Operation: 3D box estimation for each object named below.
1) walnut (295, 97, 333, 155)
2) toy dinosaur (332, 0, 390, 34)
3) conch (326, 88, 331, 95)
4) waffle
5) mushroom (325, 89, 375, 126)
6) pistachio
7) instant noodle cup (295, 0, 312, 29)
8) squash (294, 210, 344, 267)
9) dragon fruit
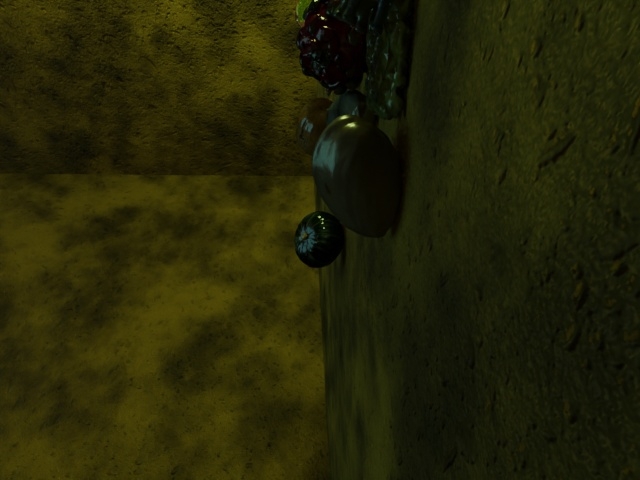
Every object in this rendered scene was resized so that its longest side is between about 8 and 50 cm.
[{"bbox_3d":[-0.002,-0.427,1.538,0.222,0.195,0.195,103,167,-68],"label":"walnut"},{"bbox_3d":[0.093,-0.428,0.641,0.188,0.075,0.248,-62,16,20],"label":"toy dinosaur"},{"bbox_3d":[0.076,-0.562,1.113,0.093,0.109,0.330,41,119,33],"label":"conch"},{"bbox_3d":[0.112,-0.335,0.729,0.204,0.054,0.224,-97,8,-65],"label":"waffle"},{"bbox_3d":[0.073,-0.329,1.052,0.351,0.097,0.109,-113,23,-75],"label":"mushroom"},{"bbox_3d":[0.073,-0.109,0.737,0.138,0.153,0.238,-79,-33,-53],"label":"pistachio"},{"bbox_3d":[0.012,-0.764,1.464,0.212,0.193,0.193,53,-143,-83],"label":"instant noodle cup"},{"bbox_3d":[-0.005,-0.002,1.546,0.172,0.218,0.218,22,-117,-55],"label":"squash"},{"bbox_3d":[0.032,-0.444,0.912,0.218,0.198,0.273,69,171,-25],"label":"dragon fruit"}]
